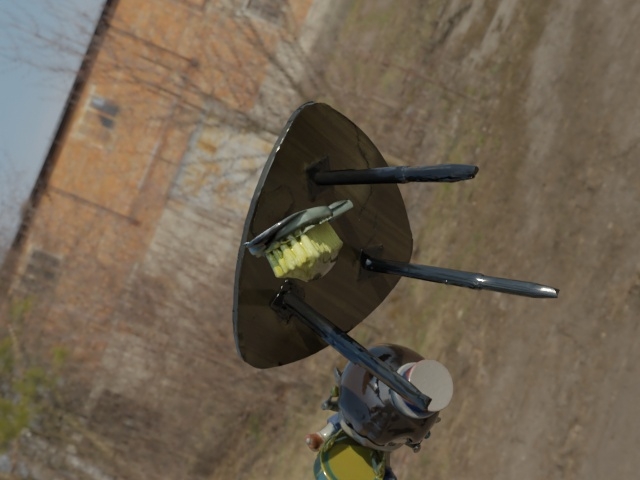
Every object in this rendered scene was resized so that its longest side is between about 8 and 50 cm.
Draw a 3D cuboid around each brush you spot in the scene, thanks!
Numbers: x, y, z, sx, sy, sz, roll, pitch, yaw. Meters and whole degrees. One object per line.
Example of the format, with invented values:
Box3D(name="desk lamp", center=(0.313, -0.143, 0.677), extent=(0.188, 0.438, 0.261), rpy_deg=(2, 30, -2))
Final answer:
Box3D(name="brush", center=(0.000, 0.000, 0.945), extent=(0.068, 0.060, 0.297), rpy_deg=(-33, -1, 14))

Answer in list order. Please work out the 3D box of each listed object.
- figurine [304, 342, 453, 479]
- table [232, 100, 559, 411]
Box3D(name="figurine", center=(0.081, 0.234, 1.325), extent=(0.275, 0.161, 0.158), rpy_deg=(111, -179, -45))
Box3D(name="table", center=(0.081, 0.045, 1.102), extent=(0.249, 0.317, 0.317), rpy_deg=(17, 82, 42))
